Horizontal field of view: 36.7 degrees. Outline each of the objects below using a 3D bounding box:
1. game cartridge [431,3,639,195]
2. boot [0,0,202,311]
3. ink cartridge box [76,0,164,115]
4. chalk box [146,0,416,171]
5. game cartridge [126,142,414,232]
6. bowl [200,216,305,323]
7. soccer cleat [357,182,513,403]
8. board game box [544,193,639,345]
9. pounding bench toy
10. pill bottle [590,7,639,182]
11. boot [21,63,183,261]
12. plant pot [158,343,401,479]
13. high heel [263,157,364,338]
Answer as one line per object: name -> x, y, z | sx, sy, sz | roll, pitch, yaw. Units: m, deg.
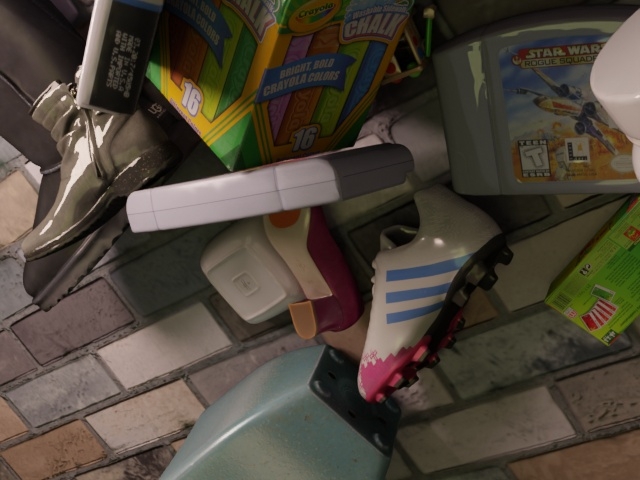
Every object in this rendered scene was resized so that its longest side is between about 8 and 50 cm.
game cartridge -> 0.269, -0.144, 1.012 | 0.297, 0.062, 0.198 | 0, 124, 26
boot -> -0.425, -0.161, 1.260 | 0.445, 0.146, 0.367 | 40, 116, -9
ink cartridge box -> -0.169, -0.319, 0.954 | 0.072, 0.307, 0.303 | 13, 119, -12
chalk box -> -0.032, -0.244, 0.975 | 0.180, 0.179, 0.289 | 48, 135, 29
game cartridge -> -0.066, -0.058, 1.083 | 0.294, 0.196, 0.060 | -8, 100, 33
bowl -> -0.090, 0.046, 1.302 | 0.142, 0.053, 0.142 | -31, 102, 36
soccer cleat -> 0.113, 0.067, 1.198 | 0.143, 0.116, 0.331 | 47, 133, 20
board game box -> 0.345, 0.029, 1.088 | 0.092, 0.043, 0.181 | 34, 129, 2
pounding bench toy -> 0.099, -0.213, 1.047 | 0.083, 0.052, 0.065 | -15, 112, 32
pill bottle -> 0.412, -0.058, 0.860 | 0.204, 0.204, 0.361 | -29, 116, 36
boot -> -0.295, -0.097, 1.152 | 0.246, 0.083, 0.161 | -36, 93, 15
plant pot -> -0.029, 0.289, 1.317 | 0.247, 0.248, 0.252 | 41, 110, -3
high heel -> 0.000, 0.000, 1.241 | 0.082, 0.117, 0.244 | -12, 93, 39
